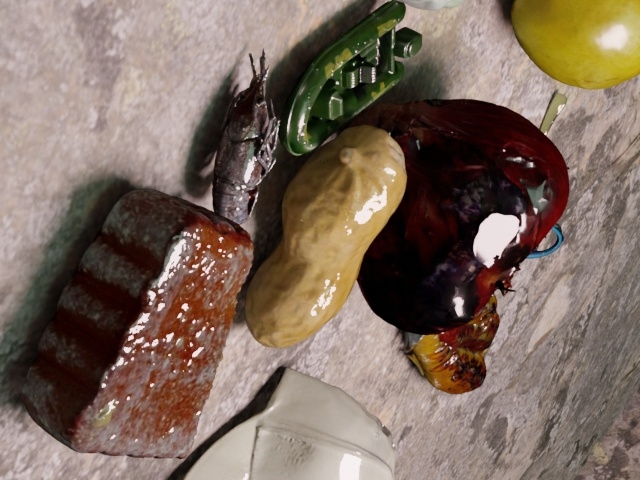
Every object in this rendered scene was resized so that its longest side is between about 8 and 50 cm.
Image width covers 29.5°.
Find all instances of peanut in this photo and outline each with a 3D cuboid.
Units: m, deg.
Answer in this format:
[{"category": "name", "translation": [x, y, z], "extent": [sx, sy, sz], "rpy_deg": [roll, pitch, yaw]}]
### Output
[{"category": "peanut", "translation": [0.000, 0.000, 1.234], "extent": [0.117, 0.101, 0.263], "rpy_deg": [9, 120, -32]}]

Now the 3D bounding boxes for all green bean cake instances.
[{"category": "green bean cake", "translation": [-0.148, 0.075, 1.065], "extent": [0.198, 0.097, 0.232], "rpy_deg": [16, 101, -61]}]

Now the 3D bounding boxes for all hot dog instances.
[{"category": "hot dog", "translation": [0.196, 0.127, 1.720], "extent": [0.162, 0.082, 0.270], "rpy_deg": [-58, 152, -11]}]

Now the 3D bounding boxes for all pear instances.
[{"category": "pear", "translation": [0.326, -0.278, 1.457], "extent": [0.200, 0.200, 0.200], "rpy_deg": [-40, 146, -35]}]

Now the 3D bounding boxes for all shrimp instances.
[{"category": "shrimp", "translation": [-0.065, -0.091, 1.095], "extent": [0.065, 0.057, 0.165], "rpy_deg": [-5, 115, -73]}]

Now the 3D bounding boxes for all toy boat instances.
[{"category": "toy boat", "translation": [0.025, -0.157, 1.195], "extent": [0.210, 0.052, 0.104], "rpy_deg": [-42, 149, -35]}]

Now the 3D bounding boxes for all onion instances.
[{"category": "onion", "translation": [0.139, -0.025, 1.347], "extent": [0.281, 0.221, 0.281], "rpy_deg": [-12, 123, -19]}]

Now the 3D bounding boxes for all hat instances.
[{"category": "hat", "translation": [-0.049, 0.319, 1.383], "extent": [0.301, 0.168, 0.257], "rpy_deg": [-34, 141, -43]}]

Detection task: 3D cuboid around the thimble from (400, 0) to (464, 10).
[{"category": "thimble", "translation": [0.086, -0.309, 1.060], "extent": [0.211, 0.149, 0.185], "rpy_deg": [-34, 139, -43]}]

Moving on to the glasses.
[{"category": "glasses", "translation": [0.320, -0.093, 1.704], "extent": [0.207, 0.102, 0.239], "rpy_deg": [-49, 150, -23]}]
